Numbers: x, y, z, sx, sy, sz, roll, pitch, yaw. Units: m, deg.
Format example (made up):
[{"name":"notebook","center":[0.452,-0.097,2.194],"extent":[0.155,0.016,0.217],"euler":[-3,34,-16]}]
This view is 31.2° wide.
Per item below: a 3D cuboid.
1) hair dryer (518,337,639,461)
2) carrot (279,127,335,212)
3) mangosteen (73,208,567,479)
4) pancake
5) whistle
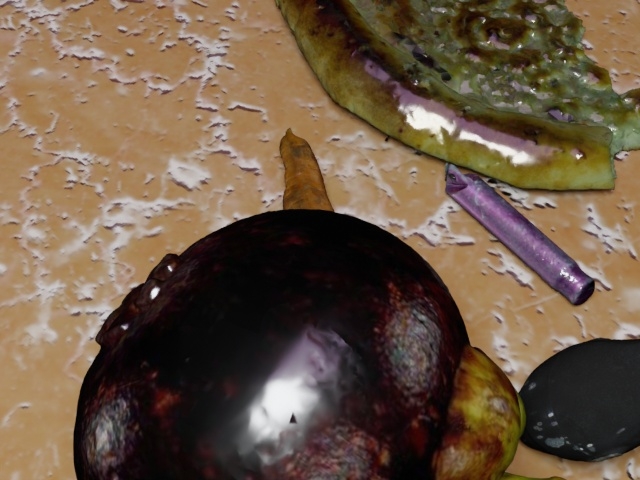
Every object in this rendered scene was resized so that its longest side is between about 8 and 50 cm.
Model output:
[{"name":"hair dryer","center":[0.308,0.116,0.888],"extent":[0.272,0.235,0.091],"euler":[6,67,-30]},{"name":"carrot","center":[0.000,0.000,1.003],"extent":[0.059,0.059,0.247],"euler":[-11,54,-11]},{"name":"mangosteen","center":[-0.014,0.131,0.799],"extent":[0.297,0.313,0.296],"euler":[-25,45,27]},{"name":"pancake","center":[0.140,-0.200,1.137],"extent":[0.305,0.067,0.426],"euler":[-23,59,-20]},{"name":"whistle","center":[0.175,-0.008,1.031],"extent":[0.033,0.033,0.176],"euler":[-35,65,-23]}]
